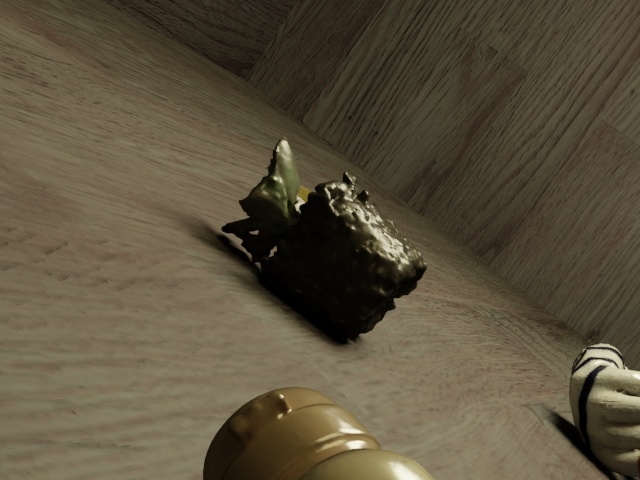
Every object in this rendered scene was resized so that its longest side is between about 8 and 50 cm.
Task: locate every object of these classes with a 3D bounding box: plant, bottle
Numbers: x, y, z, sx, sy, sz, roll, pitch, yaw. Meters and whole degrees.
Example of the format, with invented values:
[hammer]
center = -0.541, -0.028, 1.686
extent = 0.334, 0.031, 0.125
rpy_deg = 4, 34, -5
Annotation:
[plant]
center = 0.000, 0.000, 1.014
extent = 0.203, 0.142, 0.131
rpy_deg = 46, 20, 7
[bottle]
center = 0.029, 0.152, 0.430
extent = 0.209, 0.097, 0.110
rpy_deg = 43, -20, 42

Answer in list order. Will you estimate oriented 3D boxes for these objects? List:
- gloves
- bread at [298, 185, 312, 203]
[gloves]
center = 0.379, 0.224, 1.267
extent = 0.131, 0.140, 0.218
rpy_deg = 8, 23, 6
[bread]
center = 0.027, -0.002, 1.337
extent = 0.207, 0.056, 0.286
rpy_deg = 32, 9, -5
